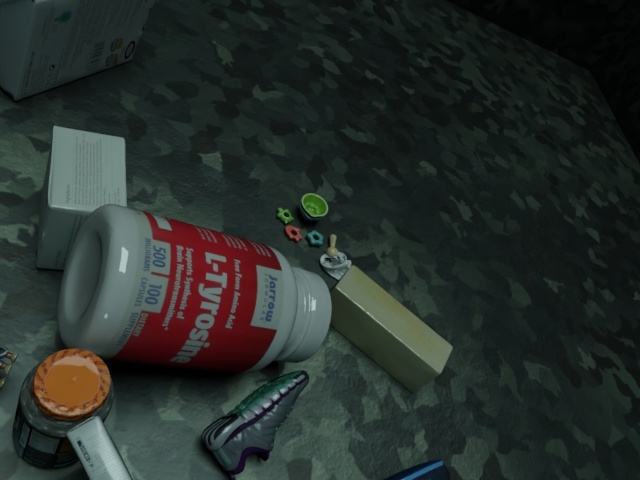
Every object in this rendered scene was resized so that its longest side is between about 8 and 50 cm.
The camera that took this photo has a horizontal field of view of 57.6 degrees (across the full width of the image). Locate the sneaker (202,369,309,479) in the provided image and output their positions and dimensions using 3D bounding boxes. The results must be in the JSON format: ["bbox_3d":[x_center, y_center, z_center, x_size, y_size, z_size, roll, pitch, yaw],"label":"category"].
[{"bbox_3d":[-0.094,0.311,0.996,0.224,0.083,0.098,-28,94,-39],"label":"sneaker"}]

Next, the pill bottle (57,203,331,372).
[{"bbox_3d":[-0.189,0.097,0.961,0.408,0.229,0.229,16,47,-38],"label":"pill bottle"}]

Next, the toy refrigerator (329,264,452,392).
[{"bbox_3d":[0.131,0.181,1.210,0.269,0.102,0.094,40,44,3],"label":"toy refrigerator"}]

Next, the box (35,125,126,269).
[{"bbox_3d":[-0.415,-0.066,1.008,0.119,0.181,0.181,7,52,-29],"label":"box"}]

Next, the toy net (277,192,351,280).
[{"bbox_3d":[0.000,0.000,1.315,0.122,0.045,0.232,-16,65,-40],"label":"toy net"}]

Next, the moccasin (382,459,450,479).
[{"bbox_3d":[0.081,0.475,0.940,0.342,0.137,0.116,-21,72,-26],"label":"moccasin"}]

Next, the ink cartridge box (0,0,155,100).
[{"bbox_3d":[-0.506,-0.487,1.232,0.151,0.270,0.395,47,44,2],"label":"ink cartridge box"}]

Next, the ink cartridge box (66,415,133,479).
[{"bbox_3d":[-0.242,0.352,0.749,0.045,0.223,0.224,-29,71,-25],"label":"ink cartridge box"}]

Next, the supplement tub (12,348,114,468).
[{"bbox_3d":[-0.353,0.230,0.799,0.117,0.190,0.117,18,47,-20],"label":"supplement tub"}]

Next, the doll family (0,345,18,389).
[{"bbox_3d":[-0.511,0.213,0.799,0.111,0.076,0.192,26,48,-18],"label":"doll family"}]
